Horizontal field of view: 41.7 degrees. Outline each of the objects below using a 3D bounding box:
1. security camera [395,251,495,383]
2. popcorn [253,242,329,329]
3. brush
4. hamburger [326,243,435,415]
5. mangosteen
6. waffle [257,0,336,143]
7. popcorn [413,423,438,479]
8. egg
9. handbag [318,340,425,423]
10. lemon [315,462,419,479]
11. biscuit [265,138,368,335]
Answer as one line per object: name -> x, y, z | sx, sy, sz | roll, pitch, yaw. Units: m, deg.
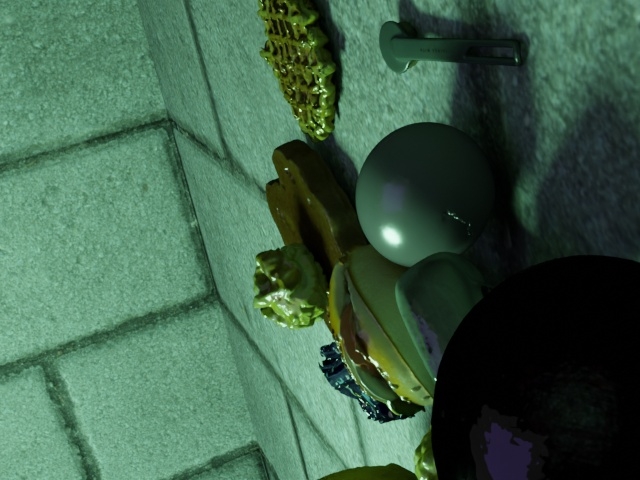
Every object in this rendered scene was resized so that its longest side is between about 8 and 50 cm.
security camera -> 0.166, 0.090, 0.878 | 0.157, 0.080, 0.301 | 65, -164, 15
popcorn -> -0.047, 0.077, 1.408 | 0.126, 0.126, 0.145 | -7, 88, 49
brush -> 0.135, -0.202, 0.886 | 0.266, 0.027, 0.062 | 29, 136, 61
hamburger -> 0.096, 0.100, 1.035 | 0.236, 0.147, 0.237 | 53, -164, -22
mangosteen -> 0.233, 0.144, 0.598 | 0.302, 0.275, 0.274 | 3, 116, 34
waffle -> -0.035, -0.282, 1.295 | 0.254, 0.052, 0.245 | 99, 146, -61
popcorn -> 0.185, 0.250, 0.983 | 0.142, 0.174, 0.173 | 62, 163, 6
egg -> 0.111, -0.045, 0.907 | 0.198, 0.147, 0.146 | 90, 157, -69
handbag -> 0.085, 0.197, 1.266 | 0.162, 0.113, 0.260 | 49, 162, 2
lemon -> 0.080, 0.504, 1.246 | 0.350, 0.387, 0.349 | 42, -143, -42
biscuit -> 0.000, 0.000, 1.457 | 0.381, 0.074, 0.358 | -124, 22, -47
